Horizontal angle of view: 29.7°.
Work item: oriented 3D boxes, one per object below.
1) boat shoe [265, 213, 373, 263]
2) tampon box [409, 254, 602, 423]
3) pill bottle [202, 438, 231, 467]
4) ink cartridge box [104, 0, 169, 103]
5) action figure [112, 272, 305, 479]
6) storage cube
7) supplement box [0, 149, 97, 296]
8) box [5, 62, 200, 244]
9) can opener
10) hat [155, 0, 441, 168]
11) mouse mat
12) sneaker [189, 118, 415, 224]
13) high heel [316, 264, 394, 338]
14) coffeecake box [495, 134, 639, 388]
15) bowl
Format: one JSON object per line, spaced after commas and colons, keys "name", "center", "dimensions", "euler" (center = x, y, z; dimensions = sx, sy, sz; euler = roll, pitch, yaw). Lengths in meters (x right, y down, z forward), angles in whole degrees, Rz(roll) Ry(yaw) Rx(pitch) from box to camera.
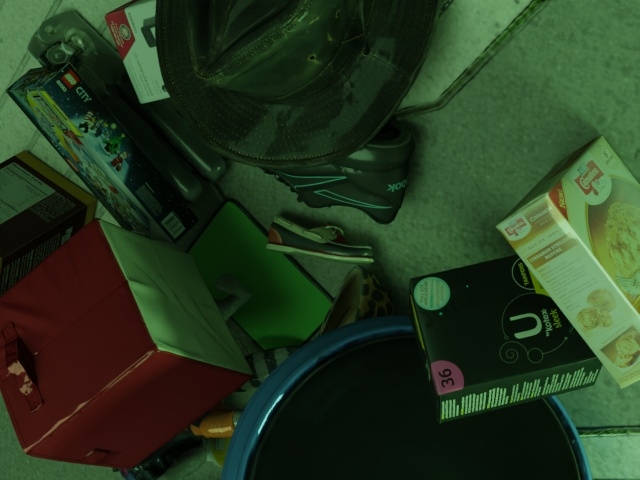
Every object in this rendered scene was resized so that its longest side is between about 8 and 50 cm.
{"name": "boat shoe", "center": [0.000, 0.000, 1.353], "dimensions": [0.137, 0.049, 0.043], "euler": [9, 82, 32]}
{"name": "tampon box", "center": [0.175, 0.089, 1.159], "dimensions": [0.101, 0.161, 0.120], "euler": [79, 177, -65]}
{"name": "pill bottle", "center": [-0.107, 0.264, 1.574], "dimensions": [0.116, 0.065, 0.065], "euler": [-7, 112, 39]}
{"name": "ink cartridge box", "center": [-0.146, -0.220, 1.312], "dimensions": [0.150, 0.063, 0.109], "euler": [-7, 112, 38]}
{"name": "action figure", "center": [-0.148, 0.243, 1.496], "dimensions": [0.330, 0.178, 0.341], "euler": [-37, 73, 43]}
{"name": "storage cube", "center": [-0.227, 0.119, 1.334], "dimensions": [0.193, 0.215, 0.183], "euler": [-38, 60, 15]}
{"name": "supplement box", "center": [-0.412, 0.023, 1.562], "dimensions": [0.129, 0.194, 0.191], "euler": [33, 131, 15]}
{"name": "box", "center": [-0.253, -0.099, 1.396], "dimensions": [0.233, 0.044, 0.159], "euler": [52, 161, -22]}
{"name": "can opener", "center": [-0.230, -0.154, 1.425], "dimensions": [0.283, 0.076, 0.095], "euler": [45, 165, 5]}
{"name": "hat", "center": [-0.050, -0.220, 1.134], "dimensions": [0.331, 0.134, 0.331], "euler": [5, 102, 23]}
{"name": "mouse mat", "center": [-0.079, 0.053, 1.467], "dimensions": [0.189, 0.007, 0.152], "euler": [46, 134, 5]}
{"name": "sneaker", "center": [-0.028, -0.088, 1.282], "dimensions": [0.267, 0.101, 0.106], "euler": [17, 127, 28]}
{"name": "high heel", "center": [-0.011, 0.150, 1.304], "dimensions": [0.093, 0.261, 0.186], "euler": [15, 127, 36]}
{"name": "coffeecake box", "center": [0.265, 0.016, 1.101], "dimensions": [0.185, 0.142, 0.068], "euler": [52, 132, -2]}
{"name": "bowl", "center": [0.092, 0.269, 1.229], "dimensions": [0.391, 0.391, 0.077], "euler": [49, 168, 1]}
